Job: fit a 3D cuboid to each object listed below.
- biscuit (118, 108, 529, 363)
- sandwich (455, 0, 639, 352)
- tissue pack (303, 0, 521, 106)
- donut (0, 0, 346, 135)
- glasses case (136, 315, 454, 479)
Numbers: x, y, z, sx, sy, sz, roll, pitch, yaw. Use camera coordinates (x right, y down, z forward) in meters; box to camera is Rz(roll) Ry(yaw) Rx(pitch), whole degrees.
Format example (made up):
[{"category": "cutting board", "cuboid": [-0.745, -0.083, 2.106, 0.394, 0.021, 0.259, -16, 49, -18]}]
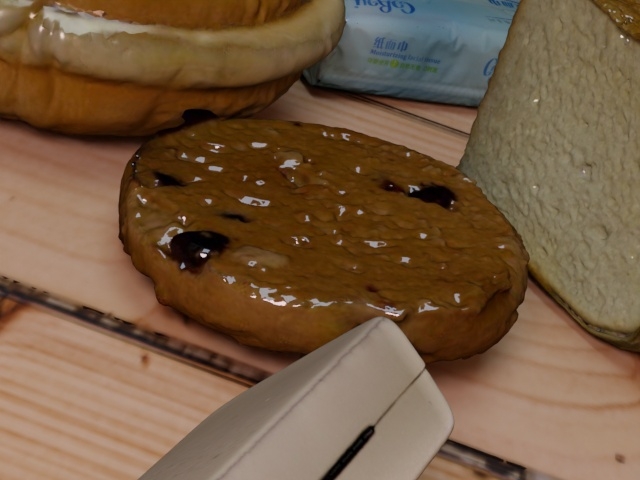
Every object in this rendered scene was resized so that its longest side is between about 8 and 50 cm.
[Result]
[{"category": "biscuit", "cuboid": [0.000, 0.001, 1.032, 0.296, 0.075, 0.296, 10, 27, -5]}, {"category": "sandwich", "cuboid": [0.217, -0.059, 1.114, 0.087, 0.226, 0.251, 1, 32, -34]}, {"category": "tissue pack", "cuboid": [0.092, -0.198, 1.453, 0.263, 0.089, 0.177, 3, 32, -26]}, {"category": "donut", "cuboid": [-0.191, -0.234, 1.224, 0.449, 0.198, 0.449, 14, 28, -8]}, {"category": "glasses case", "cuboid": [-0.052, 0.137, 0.670, 0.070, 0.131, 0.313, 56, 31, -3]}]
